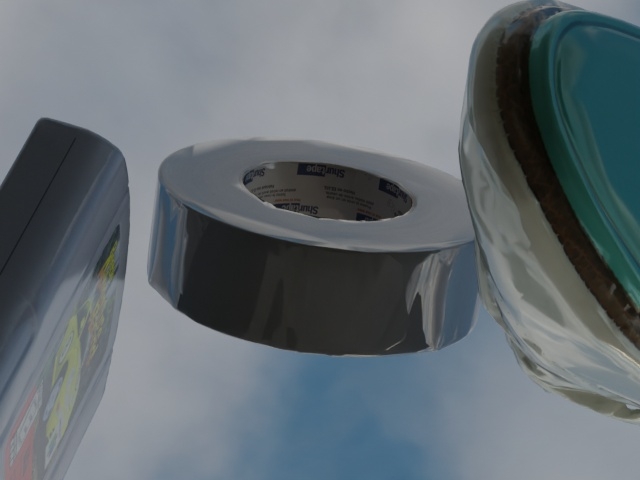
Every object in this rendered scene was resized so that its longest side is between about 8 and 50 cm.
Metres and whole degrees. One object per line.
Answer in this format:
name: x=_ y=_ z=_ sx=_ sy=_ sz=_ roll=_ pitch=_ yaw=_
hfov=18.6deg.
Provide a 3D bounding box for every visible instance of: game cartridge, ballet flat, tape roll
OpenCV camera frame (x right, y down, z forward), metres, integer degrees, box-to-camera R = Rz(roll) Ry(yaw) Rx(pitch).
game cartridge: x=-0.166 y=0.074 z=1.091 sx=0.060 sy=0.294 sz=0.196 roll=17 pitch=-124 yaw=2
ballet flat: x=0.153 y=0.030 z=0.781 sx=0.139 sy=0.400 sz=0.139 roll=-20 pitch=-120 yaw=38
tape roll: x=0.000 y=0.000 z=1.259 sx=0.219 sy=0.219 sz=0.072 roll=13 pitch=-69 yaw=14
